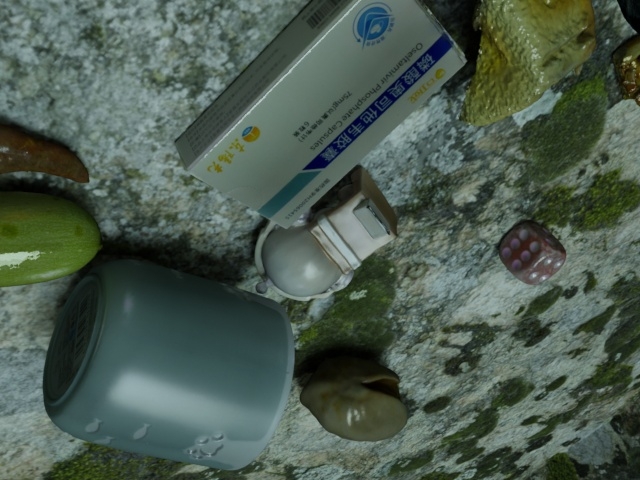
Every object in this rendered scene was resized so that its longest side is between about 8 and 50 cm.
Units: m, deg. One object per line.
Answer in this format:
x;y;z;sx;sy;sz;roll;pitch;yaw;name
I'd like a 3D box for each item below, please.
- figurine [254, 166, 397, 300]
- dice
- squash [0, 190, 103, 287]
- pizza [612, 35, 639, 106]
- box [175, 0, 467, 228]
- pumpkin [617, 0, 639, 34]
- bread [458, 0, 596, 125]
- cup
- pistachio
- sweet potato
0.000;0.002;1.038;0.237;0.141;0.162;-37;112;13;figurine
0.410;0.025;1.321;0.091;0.094;0.093;12;125;-43;dice
-0.356;0.001;0.818;0.187;0.123;0.123;-1;133;-29;squash
0.546;-0.280;1.115;0.175;0.046;0.134;-17;139;-16;pizza
0.003;-0.179;0.880;0.343;0.065;0.200;-42;138;15;box
0.501;-0.346;0.870;0.233;0.233;0.163;-25;135;-5;pumpkin
0.276;-0.255;0.869;0.174;0.133;0.251;-39;148;-28;bread
-0.251;0.179;0.994;0.275;0.259;0.357;24;153;-33;cup
0.072;0.330;1.394;0.197;0.166;0.288;-18;150;24;pistachio
-0.375;-0.096;0.753;0.256;0.058;0.078;1;148;-35;sweet potato
